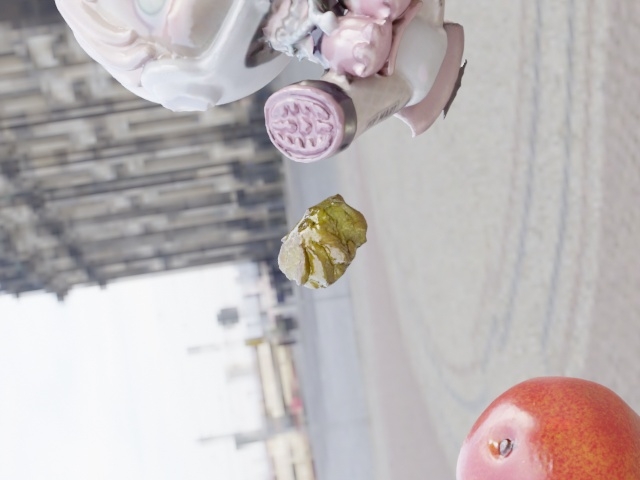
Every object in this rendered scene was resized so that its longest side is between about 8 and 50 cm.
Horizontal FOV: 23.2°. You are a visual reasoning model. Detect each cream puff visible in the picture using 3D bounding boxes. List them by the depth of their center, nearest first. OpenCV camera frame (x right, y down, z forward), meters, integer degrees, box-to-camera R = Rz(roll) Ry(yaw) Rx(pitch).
[{"bbox_3d":[0.000,0.000,1.316,0.058,0.083,0.083,57,175,-34],"label":"cream puff"}]

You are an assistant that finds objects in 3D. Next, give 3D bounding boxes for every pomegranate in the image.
[{"bbox_3d":[0.274,0.266,1.728,0.256,0.221,0.221,47,-160,-35],"label":"pomegranate"}]

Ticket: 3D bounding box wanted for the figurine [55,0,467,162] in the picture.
[{"bbox_3d":[-0.066,-0.205,1.362,0.253,0.361,0.211,-62,-21,-18],"label":"figurine"}]
